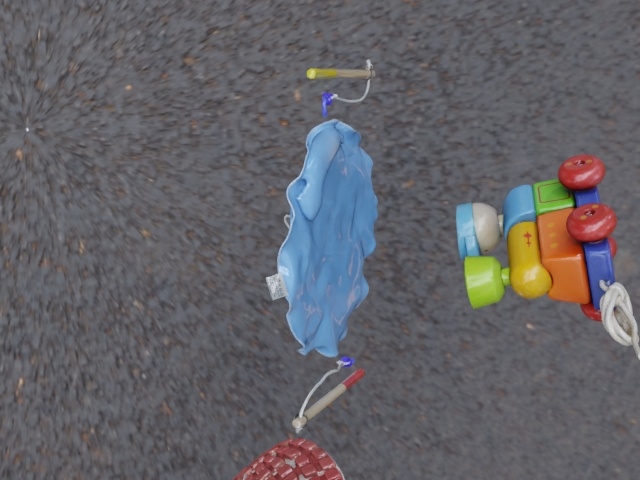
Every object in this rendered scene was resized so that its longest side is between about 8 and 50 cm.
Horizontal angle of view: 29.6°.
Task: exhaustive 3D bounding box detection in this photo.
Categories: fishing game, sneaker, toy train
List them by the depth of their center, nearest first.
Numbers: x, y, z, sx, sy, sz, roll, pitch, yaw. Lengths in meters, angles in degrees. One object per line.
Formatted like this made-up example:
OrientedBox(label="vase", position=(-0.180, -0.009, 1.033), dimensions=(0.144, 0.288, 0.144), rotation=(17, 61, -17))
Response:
OrientedBox(label="sneaker", position=(0.008, 0.217, 0.809), dimensions=(0.088, 0.225, 0.093), rotation=(-36, 129, -11))
OrientedBox(label="fishing game", position=(0.000, 0.000, 0.910), dimensions=(0.041, 0.189, 0.264), rotation=(6, 104, 21))
OrientedBox(label="toy train", position=(0.188, 0.030, 1.044), dimensions=(0.143, 0.248, 0.105), rotation=(-10, 121, 12))
